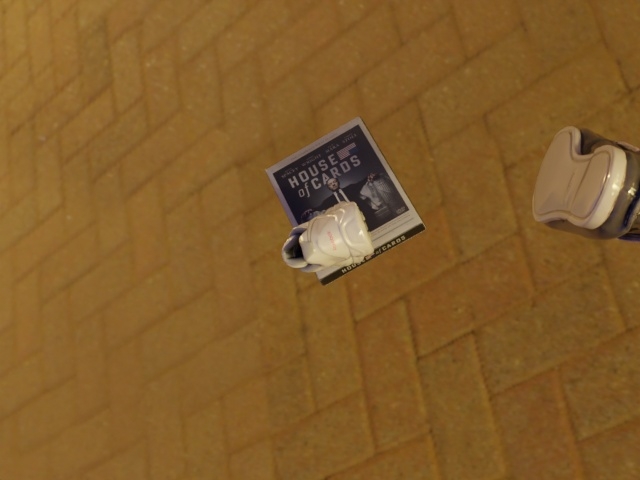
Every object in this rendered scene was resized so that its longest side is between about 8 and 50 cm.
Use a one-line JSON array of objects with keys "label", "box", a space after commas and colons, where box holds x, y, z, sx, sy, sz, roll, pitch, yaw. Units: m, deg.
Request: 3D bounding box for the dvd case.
[{"label": "dvd case", "box": [0.034, -0.065, 1.568, 0.179, 0.029, 0.239, -30, 56, 3]}]

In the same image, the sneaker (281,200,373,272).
[{"label": "sneaker", "box": [0.000, 0.000, 1.386, 0.115, 0.232, 0.090, -19, 85, -4]}]

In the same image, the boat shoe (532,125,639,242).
[{"label": "boat shoe", "box": [0.291, -0.048, 1.033, 0.335, 0.095, 0.112, -75, 7, -81]}]
